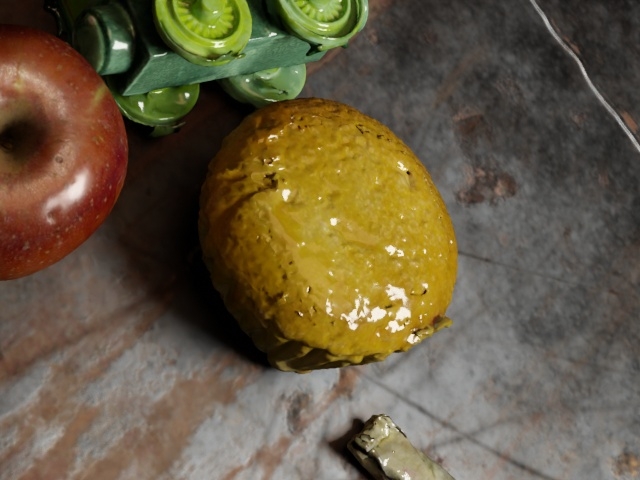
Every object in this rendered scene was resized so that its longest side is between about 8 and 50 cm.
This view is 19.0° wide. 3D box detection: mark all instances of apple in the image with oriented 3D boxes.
[{"bbox_3d":[-0.246,-0.064,1.453,0.201,0.162,0.201,5,74,-19],"label":"apple"}]

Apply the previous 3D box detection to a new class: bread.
[{"bbox_3d":[0.001,-0.003,1.587,0.240,0.139,0.240,12,65,-28],"label":"bread"}]

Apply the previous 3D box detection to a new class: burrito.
[{"bbox_3d":[0.093,0.215,1.622,0.171,0.042,0.051,42,56,-7],"label":"burrito"}]

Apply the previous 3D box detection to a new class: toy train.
[{"bbox_3d":[-0.092,-0.207,1.603,0.271,0.159,0.188,-13,73,-34],"label":"toy train"}]
